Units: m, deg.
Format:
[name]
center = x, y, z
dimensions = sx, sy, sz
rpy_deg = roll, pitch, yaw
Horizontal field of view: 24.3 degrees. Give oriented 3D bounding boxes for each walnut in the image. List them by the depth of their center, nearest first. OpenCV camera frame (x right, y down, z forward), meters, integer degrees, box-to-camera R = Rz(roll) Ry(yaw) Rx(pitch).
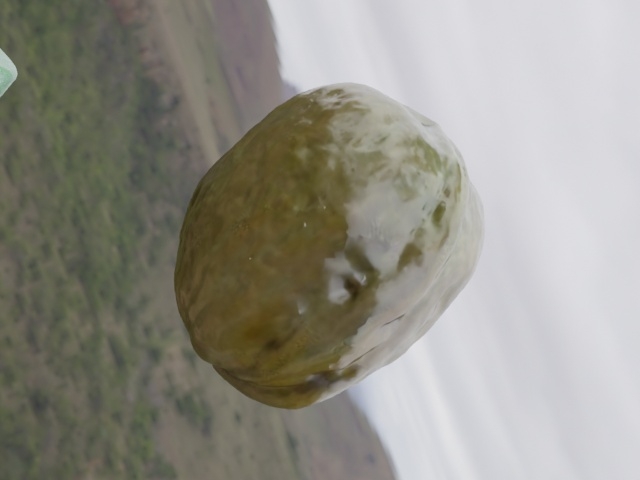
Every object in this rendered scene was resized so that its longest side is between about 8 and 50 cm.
[walnut]
center = 0.000, 0.000, 1.245
dimensions = 0.227, 0.283, 0.283
rpy_deg = 46, 16, -43

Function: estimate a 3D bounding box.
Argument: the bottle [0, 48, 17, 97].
[bottle]
center = -0.436, -0.071, 1.468
dimensions = 0.093, 0.330, 0.093
rpy_deg = 43, 8, -8
